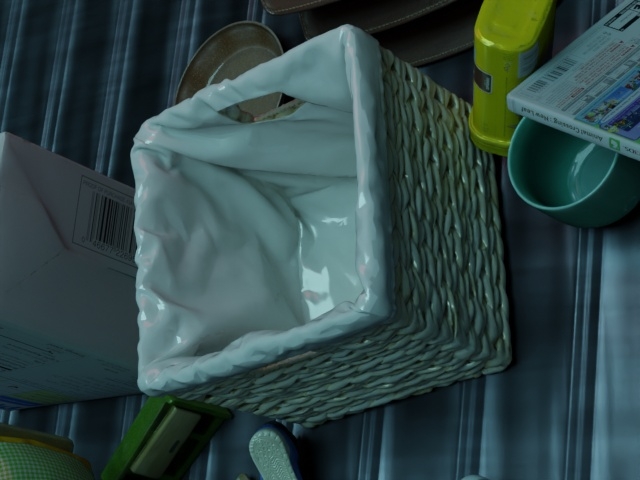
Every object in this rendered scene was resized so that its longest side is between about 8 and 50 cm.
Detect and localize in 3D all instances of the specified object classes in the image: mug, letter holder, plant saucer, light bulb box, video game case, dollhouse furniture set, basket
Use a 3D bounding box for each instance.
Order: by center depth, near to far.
[{"bbox_3d":[0.322,-0.159,1.485,0.212,0.023,0.193,-38,45,-27],"label":"video game case"},{"bbox_3d":[0.278,-0.072,1.536,0.158,0.097,0.129,34,97,43],"label":"mug"},{"bbox_3d":[0.000,0.000,1.641,0.328,0.266,0.331,-21,62,35],"label":"basket"},{"bbox_3d":[-0.224,0.263,1.715,0.151,0.301,0.197,-55,44,15],"label":"dollhouse furniture set"},{"bbox_3d":[0.090,-0.310,1.717,0.302,0.152,0.214,-17,88,36],"label":"letter holder"},{"bbox_3d":[-0.389,0.057,1.906,0.361,0.358,0.225,-11,65,38],"label":"light bulb box"},{"bbox_3d":[-0.109,-0.185,1.970,0.199,0.036,0.198,-17,63,36],"label":"plant saucer"}]

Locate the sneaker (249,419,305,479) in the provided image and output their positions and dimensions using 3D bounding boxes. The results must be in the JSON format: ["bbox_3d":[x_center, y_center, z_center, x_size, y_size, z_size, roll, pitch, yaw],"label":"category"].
[{"bbox_3d":[-0.038,0.277,1.723,0.058,0.084,0.152,-18,95,9],"label":"sneaker"}]

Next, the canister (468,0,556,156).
[{"bbox_3d":[0.200,-0.187,1.578,0.073,0.170,0.126,15,59,14],"label":"canister"}]

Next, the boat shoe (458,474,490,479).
[{"bbox_3d":[0.113,0.342,1.547,0.076,0.080,0.228,15,92,43],"label":"boat shoe"}]
